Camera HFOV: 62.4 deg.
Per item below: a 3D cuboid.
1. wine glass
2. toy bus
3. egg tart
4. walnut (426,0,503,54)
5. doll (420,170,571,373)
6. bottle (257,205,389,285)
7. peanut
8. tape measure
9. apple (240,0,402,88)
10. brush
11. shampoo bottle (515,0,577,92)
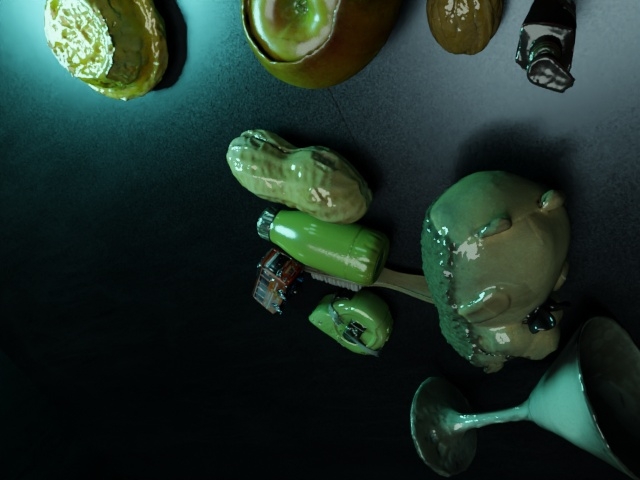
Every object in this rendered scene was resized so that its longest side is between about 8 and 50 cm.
[{"bbox_3d":[0.382,0.323,0.992,0.267,0.267,0.406,47,137,-9],"label":"wine glass"},{"bbox_3d":[-0.096,0.095,1.154,0.096,0.073,0.235,35,155,5],"label":"toy bus"},{"bbox_3d":[-0.415,-0.398,0.994,0.288,0.118,0.288,14,124,21],"label":"egg tart"},{"bbox_3d":[0.197,-0.313,0.723,0.105,0.105,0.124,8,137,24],"label":"walnut"},{"bbox_3d":[0.283,0.062,0.850,0.247,0.247,0.349,13,133,21],"label":"doll"},{"bbox_3d":[0.000,0.000,1.050,0.260,0.112,0.112,19,130,18],"label":"bottle"},{"bbox_3d":[-0.043,-0.120,0.977,0.290,0.130,0.130,20,130,14],"label":"peanut"},{"bbox_3d":[0.079,0.175,1.151,0.177,0.087,0.154,35,132,-1],"label":"tape measure"},{"bbox_3d":[0.001,-0.329,0.738,0.237,0.207,0.237,18,134,20],"label":"apple"},{"bbox_3d":[0.115,0.081,1.084,0.327,0.070,0.065,13,146,19],"label":"brush"},{"bbox_3d":[0.274,-0.241,0.635,0.068,0.236,0.067,16,131,16],"label":"shampoo bottle"}]
